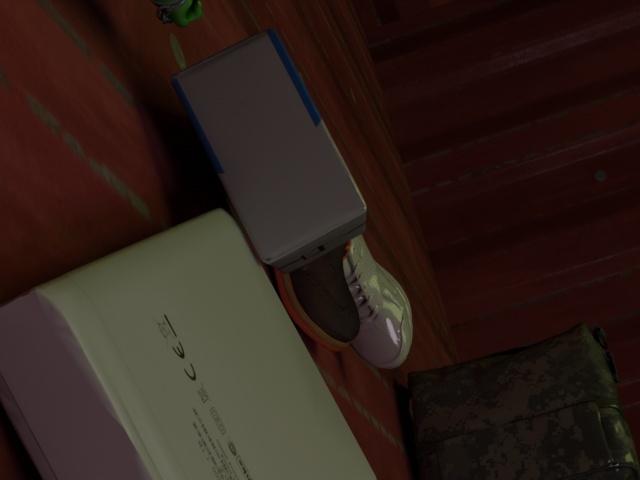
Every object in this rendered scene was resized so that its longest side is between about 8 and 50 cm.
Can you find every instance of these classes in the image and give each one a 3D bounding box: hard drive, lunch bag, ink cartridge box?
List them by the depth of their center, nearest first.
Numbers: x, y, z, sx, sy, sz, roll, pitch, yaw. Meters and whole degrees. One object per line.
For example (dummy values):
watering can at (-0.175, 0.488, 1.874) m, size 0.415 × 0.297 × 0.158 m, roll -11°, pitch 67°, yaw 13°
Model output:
hard drive at (-0.050, 0.106, 0.641) m, size 0.233 × 0.047 × 0.353 m, roll 62°, pitch 10°, yaw -3°
ink cartridge box at (-0.033, -0.059, 0.899) m, size 0.148 × 0.085 × 0.203 m, roll 62°, pitch 0°, yaw 3°
lunch bag at (0.276, 0.262, 1.623) m, size 0.212 × 0.305 × 0.256 m, roll 60°, pitch 16°, yaw -56°

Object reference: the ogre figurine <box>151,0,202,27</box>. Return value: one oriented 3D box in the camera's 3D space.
ogre figurine at (-0.134, -0.240, 0.758) m, size 0.118 × 0.096 × 0.197 m, roll -153°, pitch -124°, yaw -86°

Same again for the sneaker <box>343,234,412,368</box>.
sneaker at (0.023, 0.039, 1.259) m, size 0.232 × 0.090 × 0.115 m, roll 63°, pitch 16°, yaw -2°

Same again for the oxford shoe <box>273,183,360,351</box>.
oxford shoe at (0.000, 0.000, 1.091) m, size 0.097 × 0.098 × 0.271 m, roll -98°, pitch 167°, yaw -48°
